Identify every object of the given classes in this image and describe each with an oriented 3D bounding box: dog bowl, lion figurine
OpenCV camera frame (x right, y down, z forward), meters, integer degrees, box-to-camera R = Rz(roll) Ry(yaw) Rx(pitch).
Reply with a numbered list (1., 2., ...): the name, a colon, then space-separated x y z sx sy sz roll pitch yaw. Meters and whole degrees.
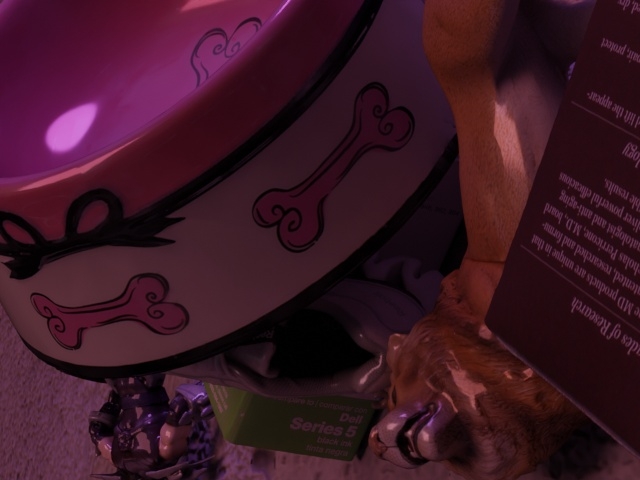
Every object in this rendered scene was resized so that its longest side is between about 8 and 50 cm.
1. dog bowl: -0.092 -0.108 1.229 0.408 0.150 0.408 -25 35 19
2. lion figurine: 0.120 -0.041 1.032 0.240 0.142 0.392 10 101 63

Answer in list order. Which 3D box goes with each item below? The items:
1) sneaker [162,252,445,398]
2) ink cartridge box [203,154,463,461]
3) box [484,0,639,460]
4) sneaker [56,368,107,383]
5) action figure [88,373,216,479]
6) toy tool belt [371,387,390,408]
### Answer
1. sneaker: -0.057 0.056 1.228 0.118 0.292 0.110 -34 -58 -61
2. ink cartridge box: 0.000 0.000 1.374 0.273 0.115 0.198 -66 26 23
3. box: 0.210 -0.008 0.826 0.167 0.168 0.203 41 117 62
4. sneaker: -0.197 0.068 1.860 0.229 0.086 0.132 -23 53 51
5. action figure: -0.171 0.128 1.686 0.185 0.099 0.285 -15 91 37
6. toy tool belt: 0.055 0.098 1.283 0.052 0.051 0.083 -123 49 -59
